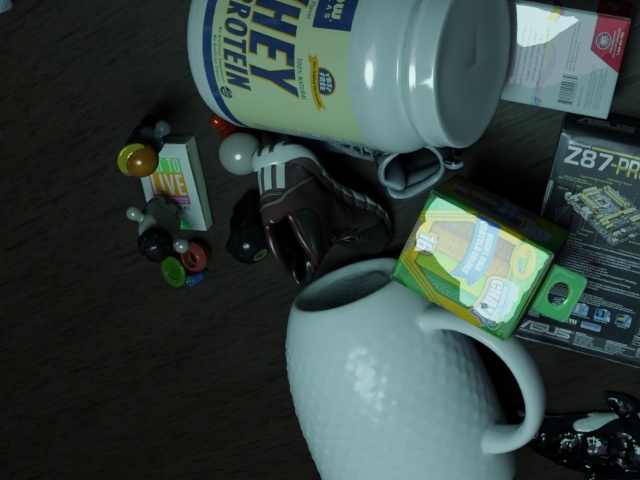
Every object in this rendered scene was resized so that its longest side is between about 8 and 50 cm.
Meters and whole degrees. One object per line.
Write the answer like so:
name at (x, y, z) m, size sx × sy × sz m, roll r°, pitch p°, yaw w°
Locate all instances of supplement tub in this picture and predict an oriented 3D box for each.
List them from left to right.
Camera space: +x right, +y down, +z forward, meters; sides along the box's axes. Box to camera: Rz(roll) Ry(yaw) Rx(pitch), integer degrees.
supplement tub at (0.034, -0.230, 1.203) m, size 0.325 × 0.235 × 0.235 m, roll 13°, pitch 123°, yaw 31°

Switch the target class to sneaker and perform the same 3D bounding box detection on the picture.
sneaker at (0.000, 0.000, 1.363) m, size 0.106 × 0.162 × 0.281 m, roll -19°, pitch 146°, yaw 31°
sneaker at (0.067, -0.130, 1.328) m, size 0.268 × 0.153 × 0.101 m, roll 0°, pitch 129°, yaw 18°

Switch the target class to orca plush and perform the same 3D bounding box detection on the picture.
orca plush at (0.392, 0.298, 1.493) m, size 0.287 × 0.102 × 0.151 m, roll 20°, pitch 122°, yaw 8°

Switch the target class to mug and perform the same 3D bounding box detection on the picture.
mug at (0.132, 0.199, 1.412) m, size 0.374 × 0.276 × 0.328 m, roll -8°, pitch 111°, yaw 40°

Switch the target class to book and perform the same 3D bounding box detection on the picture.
book at (-0.221, -0.085, 1.535) m, size 0.096 × 0.035 × 0.144 m, roll 2°, pitch 120°, yaw 22°

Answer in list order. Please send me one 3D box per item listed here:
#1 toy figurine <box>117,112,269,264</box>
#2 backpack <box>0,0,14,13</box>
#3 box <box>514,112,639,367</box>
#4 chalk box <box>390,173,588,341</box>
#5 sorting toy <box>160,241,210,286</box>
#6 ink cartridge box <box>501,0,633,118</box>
toy figurine at (-0.169, -0.071, 1.422) m, size 0.209 × 0.148 × 0.213 m, roll -3°, pitch 119°, yaw -3°
backpack at (-0.517, -0.407, 1.336) m, size 0.263 × 0.276 × 0.213 m, roll 36°, pitch 123°, yaw 12°
box at (0.469, 0.026, 1.319) m, size 0.395 × 0.097 × 0.318 m, roll 14°, pitch 124°, yaw 12°
chalk box at (0.220, 0.029, 1.273) m, size 0.213 × 0.132 × 0.132 m, roll 28°, pitch 111°, yaw 14°
sorting toy at (-0.200, 0.037, 1.594) m, size 0.102 × 0.042 × 0.061 m, roll -31°, pitch 89°, yaw 42°
ink cartridge box at (0.278, -0.234, 1.252) m, size 0.175 × 0.072 × 0.127 m, roll 13°, pitch 122°, yaw 12°
